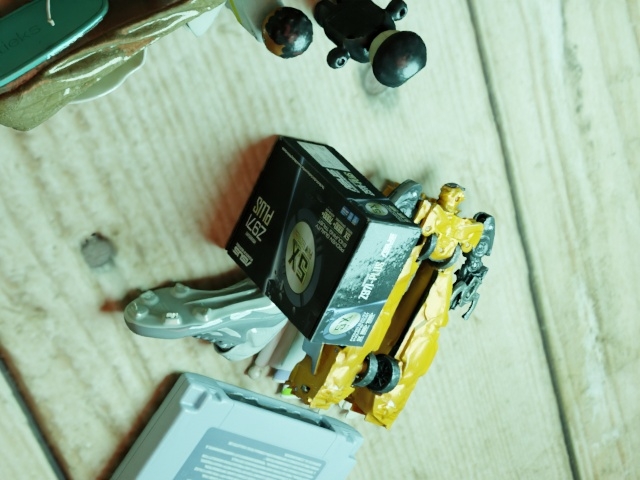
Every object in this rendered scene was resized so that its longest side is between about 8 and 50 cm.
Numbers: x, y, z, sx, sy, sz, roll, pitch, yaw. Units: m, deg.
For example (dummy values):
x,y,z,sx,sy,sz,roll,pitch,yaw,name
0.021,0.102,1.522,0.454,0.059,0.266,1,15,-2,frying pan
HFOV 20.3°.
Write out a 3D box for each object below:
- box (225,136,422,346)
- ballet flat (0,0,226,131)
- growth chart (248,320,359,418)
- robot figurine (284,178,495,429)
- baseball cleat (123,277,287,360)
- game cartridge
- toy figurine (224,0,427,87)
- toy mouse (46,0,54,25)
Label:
x,y,z,sx,sy,sz,roll,pitch,yaw,name
0.000,0.000,1.864,0.078,0.180,0.147,8,117,-41,box
-0.171,-0.208,1.644,0.342,0.116,0.124,-36,150,-5,ballet flat
0.023,0.128,2.091,0.237,0.021,0.172,17,111,-43,growth chart
0.080,0.062,2.016,0.211,0.085,0.291,22,96,-45,robot figurine
-0.118,0.094,1.928,0.206,0.072,0.109,-9,133,-27,baseball cleat
-0.103,0.270,2.084,0.297,0.062,0.198,24,110,-44,game cartridge
0.024,-0.262,1.709,0.210,0.148,0.213,7,118,-39,toy figurine
-0.254,-0.259,1.566,0.161,0.031,0.143,-21,112,-23,toy mouse
